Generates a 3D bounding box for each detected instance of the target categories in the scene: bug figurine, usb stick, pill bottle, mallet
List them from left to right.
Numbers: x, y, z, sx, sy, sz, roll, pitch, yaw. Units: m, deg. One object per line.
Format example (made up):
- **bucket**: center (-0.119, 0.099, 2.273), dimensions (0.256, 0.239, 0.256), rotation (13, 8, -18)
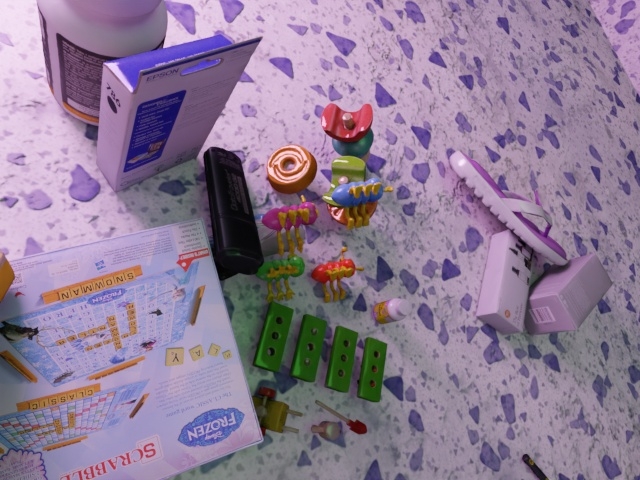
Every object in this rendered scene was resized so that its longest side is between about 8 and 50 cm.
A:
- **pill bottle**: center (-0.311, -0.299, 0.604), dimensions (0.162, 0.278, 0.162), rotation (10, 69, -27)
- **usb stick**: center (-0.146, -0.059, 0.679), dimensions (0.077, 0.045, 0.278), rotation (19, 36, -35)
- **bug figurine**: center (0.000, 0.000, 0.705), dimensions (0.216, 0.279, 0.072), rotation (-9, 48, -24)
- **pill bottle**: center (0.139, 0.137, 0.815), dimensions (0.043, 0.083, 0.043), rotation (10, 68, -26)
- **mallet**: center (0.511, 0.535, 0.912), dimensions (0.062, 0.039, 0.190), rotation (-32, 86, -32)

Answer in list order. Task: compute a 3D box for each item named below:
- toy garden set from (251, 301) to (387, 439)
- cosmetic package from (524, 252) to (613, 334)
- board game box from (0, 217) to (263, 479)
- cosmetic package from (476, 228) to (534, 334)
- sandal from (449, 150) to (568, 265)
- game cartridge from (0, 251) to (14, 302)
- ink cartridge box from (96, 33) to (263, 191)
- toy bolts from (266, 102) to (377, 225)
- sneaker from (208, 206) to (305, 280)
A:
- **toy garden set**: center (-0.009, 0.243, 0.720), dimensions (0.244, 0.049, 0.204), rotation (24, 61, -21)
- **cosmetic package**: center (0.614, 0.133, 1.056), dimensions (0.238, 0.127, 0.107), rotation (-25, 85, -31)
- **board game box**: center (-0.272, 0.159, 0.549), dimensions (0.318, 0.066, 0.318), rotation (-14, 80, -17)
- **cosmetic package**: center (0.454, 0.098, 1.018), dimensions (0.099, 0.060, 0.239), rotation (32, 60, -15)
- **sandal**: center (0.498, -0.088, 1.047), dimensions (0.416, 0.102, 0.169), rotation (39, 27, -11)
- **game cartridge**: center (-0.454, 0.129, 0.335), dimensions (0.285, 0.324, 0.053), rotation (-10, 122, -15)
- **ink cartridge box**: center (-0.215, -0.182, 0.584), dimensions (0.165, 0.332, 0.065), rotation (-35, 94, -34)
- **toy bolts**: center (0.026, -0.148, 0.856), dimensions (0.218, 0.158, 0.228), rotation (12, 72, 19)
- **sneaker**: center (-0.142, 0.003, 0.720), dimensions (0.237, 0.085, 0.086), rotation (-19, 50, -27)
